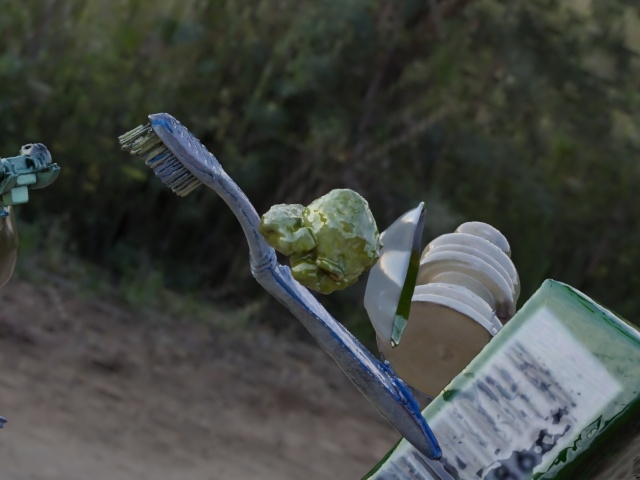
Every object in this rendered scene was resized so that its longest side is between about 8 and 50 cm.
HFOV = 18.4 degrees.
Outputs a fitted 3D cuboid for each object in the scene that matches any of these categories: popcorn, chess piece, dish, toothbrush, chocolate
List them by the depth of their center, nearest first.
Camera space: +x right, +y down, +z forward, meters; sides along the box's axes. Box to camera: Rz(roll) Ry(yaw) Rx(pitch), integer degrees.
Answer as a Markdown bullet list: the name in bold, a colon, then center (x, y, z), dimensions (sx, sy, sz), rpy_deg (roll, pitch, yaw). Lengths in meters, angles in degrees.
- **popcorn**: center (0.000, -0.003, 1.257), dimensions (0.083, 0.068, 0.059), rpy_deg (17, 2, -8)
- **toothbrush**: center (-0.011, 0.045, 1.410), dimensions (0.413, 0.042, 0.035), rpy_deg (49, 17, -38)
- **chocolate**: center (0.184, 0.217, 1.717), dimensions (0.161, 0.360, 0.341), rpy_deg (47, 8, 24)
- **dish**: center (0.064, 0.028, 1.791), dimensions (0.039, 0.137, 0.091), rpy_deg (12, 9, 10)
- **chess piece**: center (0.155, 0.056, 2.185), dimensions (0.138, 0.124, 0.307), rpy_deg (2, 25, 11)

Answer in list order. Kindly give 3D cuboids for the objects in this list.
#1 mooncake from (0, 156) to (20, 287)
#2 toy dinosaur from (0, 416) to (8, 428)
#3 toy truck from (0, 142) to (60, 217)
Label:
- **mooncake**: center (-0.528, -0.013, 1.963), dimensions (0.262, 0.467, 0.467), rpy_deg (64, 20, 12)
- **toy dinosaur**: center (-0.393, 0.139, 1.944), dimensions (0.209, 0.082, 0.039), rpy_deg (17, -8, 20)
- **toy truck**: center (-0.302, -0.038, 1.698), dimensions (0.154, 0.078, 0.080), rpy_deg (-7, 4, 34)
